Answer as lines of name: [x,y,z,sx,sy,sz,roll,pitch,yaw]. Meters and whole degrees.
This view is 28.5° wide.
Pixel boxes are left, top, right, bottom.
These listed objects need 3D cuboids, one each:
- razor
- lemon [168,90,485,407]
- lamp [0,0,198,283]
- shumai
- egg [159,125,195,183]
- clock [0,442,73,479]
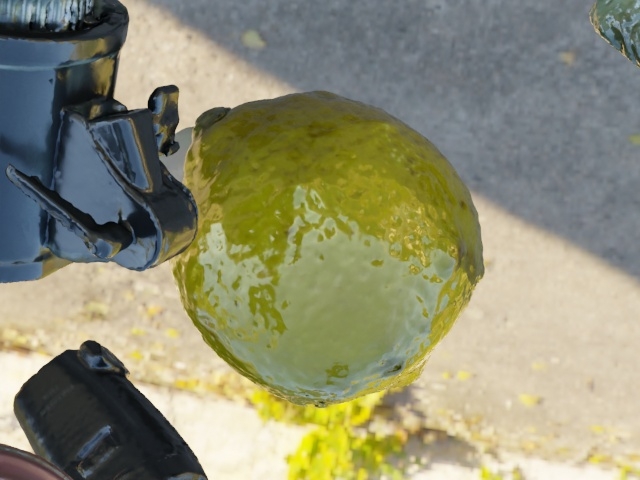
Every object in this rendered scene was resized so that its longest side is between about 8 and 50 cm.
razor: [-0.298,0.292,1.761,0.327,0.189,0.107,46,176,37]
lemon: [0.000,0.000,1.427,0.387,0.350,0.350,51,144,-2]
lamp: [-0.275,-0.111,1.010,0.374,0.272,0.205,3,-163,29]
shumai: [0.403,-0.244,1.378,0.184,0.184,0.142,24,112,-24]
egg: [-0.154,-0.094,1.892,0.206,0.271,0.162,15,110,5]
clock: [-0.314,0.289,1.135,0.244,0.056,0.245,-3,113,-7]
